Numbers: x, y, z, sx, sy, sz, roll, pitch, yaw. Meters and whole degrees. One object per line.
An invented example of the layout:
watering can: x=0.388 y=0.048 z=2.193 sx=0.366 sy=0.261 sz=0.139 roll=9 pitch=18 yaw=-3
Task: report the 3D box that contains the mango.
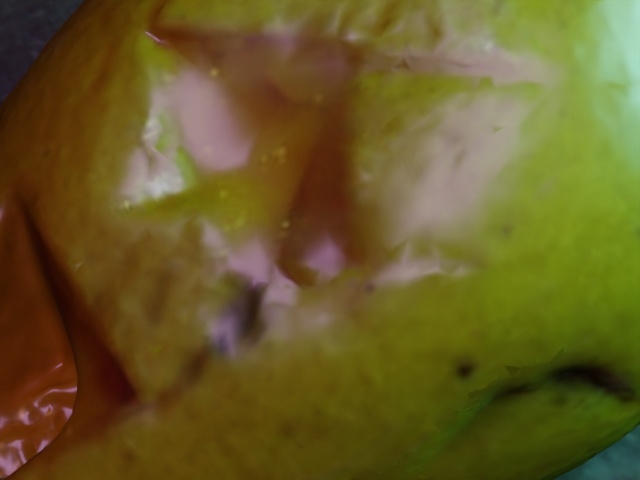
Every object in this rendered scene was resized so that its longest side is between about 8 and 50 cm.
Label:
mango: x=0.000 y=0.000 z=0.627 sx=0.365 sy=0.182 sz=0.253 roll=-43 pitch=69 yaw=6
